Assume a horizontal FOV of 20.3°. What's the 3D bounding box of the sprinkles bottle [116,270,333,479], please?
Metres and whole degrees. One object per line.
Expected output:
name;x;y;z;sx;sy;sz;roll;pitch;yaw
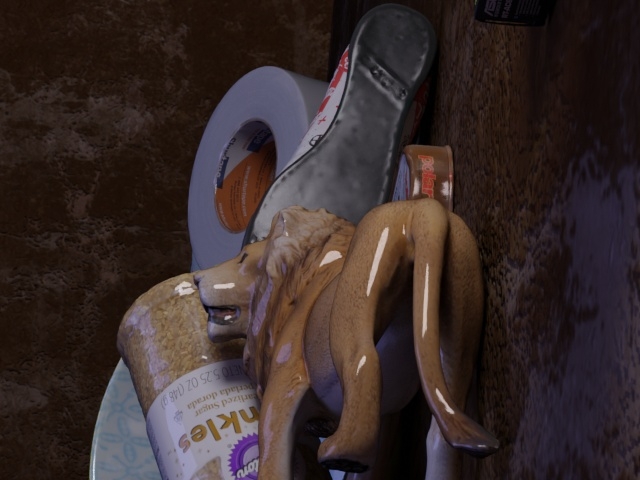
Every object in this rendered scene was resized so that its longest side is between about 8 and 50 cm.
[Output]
sprinkles bottle;-0.046;0.185;1.256;0.121;0.121;0.355;98;156;-46

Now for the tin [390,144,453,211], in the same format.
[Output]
tin;0.067;0.009;1.293;0.190;0.040;0.106;99;171;-55

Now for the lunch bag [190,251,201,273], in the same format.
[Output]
lunch bag;-0.046;0.010;2.105;0.224;0.108;0.279;-40;25;20

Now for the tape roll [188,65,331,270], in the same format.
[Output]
tape roll;-0.044;-0.056;1.742;0.219;0.072;0.219;-28;55;50

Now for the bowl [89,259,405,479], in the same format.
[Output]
bowl;-0.033;0.172;1.446;0.156;0.289;0.289;29;-123;-46

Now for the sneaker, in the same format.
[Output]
sneaker;0.017;-0.044;1.410;0.145;0.090;0.270;98;-165;-68

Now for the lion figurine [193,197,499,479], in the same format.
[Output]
lion figurine;0.031;0.056;1.096;0.392;0.142;0.240;148;136;-62

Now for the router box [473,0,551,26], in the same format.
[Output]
router box;0.100;-0.177;0.859;0.122;0.038;0.092;98;176;-57
